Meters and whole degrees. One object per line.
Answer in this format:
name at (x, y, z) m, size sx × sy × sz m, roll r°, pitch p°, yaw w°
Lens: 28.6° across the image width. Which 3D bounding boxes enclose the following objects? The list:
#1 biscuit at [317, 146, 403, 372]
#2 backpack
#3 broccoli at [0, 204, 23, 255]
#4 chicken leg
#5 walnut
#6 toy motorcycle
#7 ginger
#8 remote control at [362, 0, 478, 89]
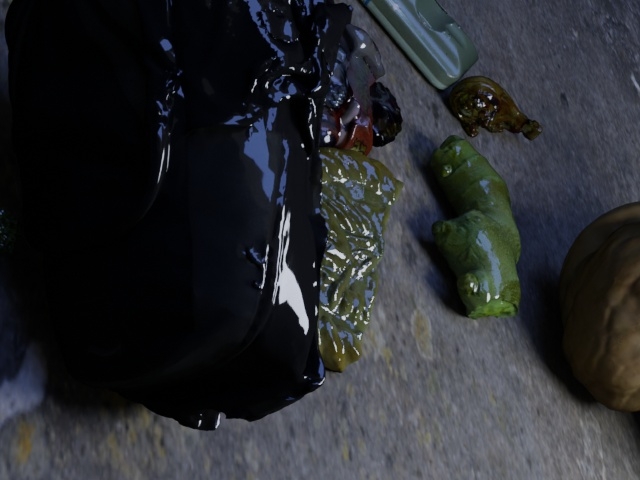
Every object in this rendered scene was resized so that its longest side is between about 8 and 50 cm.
biscuit at (0.000, 0.000, 1.430) m, size 0.187 × 0.036 × 0.274 m, roll 27°, pitch 60°, yaw -26°
backpack at (-0.126, -0.050, 1.145) m, size 0.254 × 0.363 × 0.446 m, roll 4°, pitch 80°, yaw -42°
broccoli at (-0.315, 0.003, 1.140) m, size 0.095 × 0.097 × 0.092 m, roll -1°, pitch 104°, yaw -23°
chicken leg at (0.268, -0.188, 1.906) m, size 0.178 × 0.070 × 0.093 m, roll 20°, pitch 84°, yaw -39°
walnut at (0.463, 0.086, 1.723) m, size 0.296 × 0.285 × 0.285 m, roll -13°, pitch 71°, yaw -55°
toy motorcycle at (-0.046, -0.236, 1.538) m, size 0.401 × 0.134 × 0.207 m, roll 50°, pitch 40°, yaw -22°
ginger at (0.208, -0.020, 1.688) m, size 0.137 × 0.089 × 0.290 m, roll 17°, pitch 51°, yaw -13°
remote control at (0.112, -0.381, 1.893) m, size 0.335 × 0.065 × 0.128 m, roll 49°, pitch 35°, yaw -5°
